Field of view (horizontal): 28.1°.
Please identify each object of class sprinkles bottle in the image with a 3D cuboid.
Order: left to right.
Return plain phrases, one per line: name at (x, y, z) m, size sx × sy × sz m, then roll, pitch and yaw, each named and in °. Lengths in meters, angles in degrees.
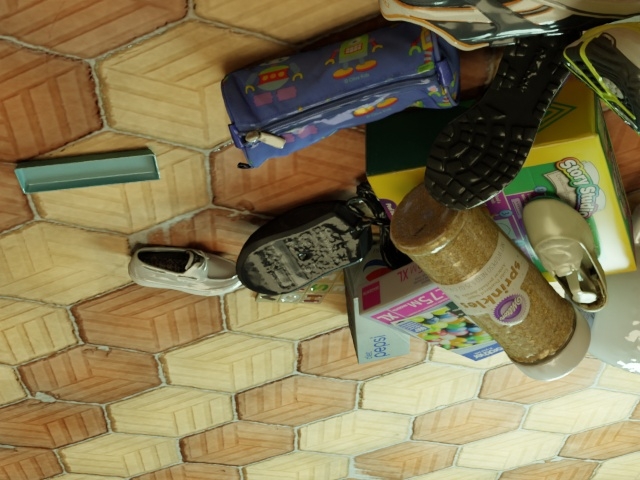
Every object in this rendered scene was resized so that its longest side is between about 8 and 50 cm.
sprinkles bottle at (0.238, 0.059, 1.755) m, size 0.121 × 0.121 × 0.355 m, roll -25°, pitch 132°, yaw 28°

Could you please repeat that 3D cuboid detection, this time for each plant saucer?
plant saucer at (-0.320, -0.097, 1.760) m, size 0.192 × 0.018 × 0.067 m, roll -7°, pitch 151°, yaw -3°

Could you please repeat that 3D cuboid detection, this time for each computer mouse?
computer mouse at (0.000, 0.000, 1.945) m, size 0.272 × 0.072 × 0.188 m, roll -19°, pitch 129°, yaw 9°

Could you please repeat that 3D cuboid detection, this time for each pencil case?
pencil case at (0.022, -0.183, 1.573) m, size 0.306 × 0.133 × 0.119 m, roll -16°, pitch 120°, yaw 13°

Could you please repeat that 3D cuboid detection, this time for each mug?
mug at (0.578, 0.050, 2.020) m, size 0.328 × 0.276 × 0.374 m, roll 2°, pitch 123°, yaw -8°

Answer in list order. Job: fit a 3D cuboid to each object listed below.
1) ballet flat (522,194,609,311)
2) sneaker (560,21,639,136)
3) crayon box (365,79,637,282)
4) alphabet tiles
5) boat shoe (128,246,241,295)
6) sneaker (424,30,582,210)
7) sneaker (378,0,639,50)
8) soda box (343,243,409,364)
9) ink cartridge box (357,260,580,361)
ballet flat at (0.348, 0.027, 1.780) m, size 0.086 × 0.086 × 0.248 m, roll -20°, pitch 144°, yaw 21°
sneaker at (0.383, -0.206, 1.468) m, size 0.147 × 0.145 × 0.384 m, roll -46°, pitch 167°, yaw 13°
crayon box at (0.266, -0.062, 1.818) m, size 0.313 × 0.106 × 0.363 m, roll -10°, pitch 147°, yaw 17°
alphabet tiles at (-0.022, 0.047, 2.096) m, size 0.198 × 0.009 × 0.237 m, roll 3°, pitch 149°, yaw -18°
boat shoe at (-0.205, 0.039, 1.993) m, size 0.184 × 0.066 × 0.063 m, roll 10°, pitch 149°, yaw -11°
sneaker at (0.240, -0.159, 1.592) m, size 0.283 × 0.107 × 0.124 m, roll -55°, pitch 171°, yaw 20°
sneaker at (0.217, -0.288, 1.439) m, size 0.321 × 0.126 × 0.127 m, roll 6°, pitch 148°, yaw -14°
soda box at (0.096, 0.108, 2.136) m, size 0.098 × 0.091 × 0.286 m, roll -12°, pitch 153°, yaw -3°
ink cartridge box at (0.232, 0.109, 1.952) m, size 0.311 × 0.065 × 0.185 m, roll 21°, pitch 147°, yaw -36°
